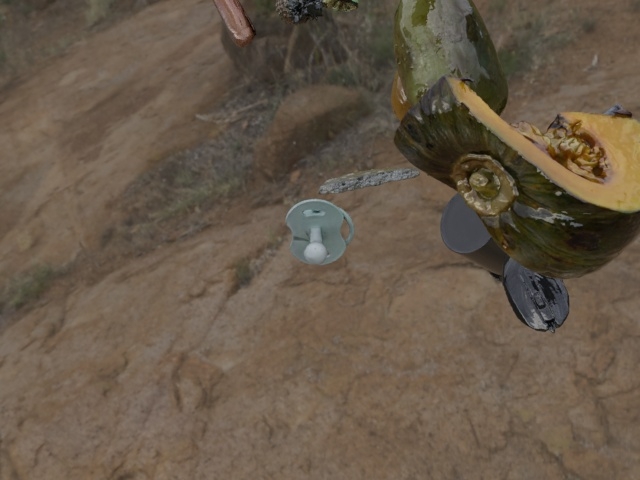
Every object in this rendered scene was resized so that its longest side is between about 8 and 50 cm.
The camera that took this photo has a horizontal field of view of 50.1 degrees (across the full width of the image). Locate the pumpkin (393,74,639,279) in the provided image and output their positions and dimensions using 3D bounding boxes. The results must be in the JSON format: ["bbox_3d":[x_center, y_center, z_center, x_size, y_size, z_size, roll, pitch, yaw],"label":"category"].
[{"bbox_3d":[0.252,-0.095,0.790,0.280,0.139,0.190,45,56,8],"label":"pumpkin"}]

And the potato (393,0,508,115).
[{"bbox_3d":[0.233,-0.334,1.274,0.210,0.307,0.173,-19,-1,-38],"label":"potato"}]

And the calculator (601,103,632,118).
[{"bbox_3d":[0.595,-0.174,1.535,0.262,0.021,0.161,-37,51,22],"label":"calculator"}]

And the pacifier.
[{"bbox_3d":[0.000,0.000,1.237,0.127,0.150,0.116,0,37,-2],"label":"pacifier"}]

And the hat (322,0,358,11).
[{"bbox_3d":[0.048,-0.580,1.622,0.077,0.059,0.076,5,-3,-30],"label":"hat"}]

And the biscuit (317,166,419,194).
[{"bbox_3d":[0.121,-0.175,1.928,0.290,0.038,0.141,-13,15,-12],"label":"biscuit"}]

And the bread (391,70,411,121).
[{"bbox_3d":[0.194,-0.336,1.454,0.077,0.189,0.114,7,26,-25],"label":"bread"}]

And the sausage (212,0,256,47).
[{"bbox_3d":[-0.155,-0.386,1.090,0.040,0.047,0.176,-28,82,-4],"label":"sausage"}]

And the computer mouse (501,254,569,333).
[{"bbox_3d":[0.345,0.069,1.111,0.099,0.057,0.172,-28,52,21],"label":"computer mouse"}]

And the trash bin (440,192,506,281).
[{"bbox_3d":[0.474,-0.003,1.741,0.214,0.334,0.214,-20,61,42],"label":"trash bin"}]

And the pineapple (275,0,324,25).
[{"bbox_3d":[-0.037,-0.426,1.256,0.074,0.074,0.159,-25,28,-6],"label":"pineapple"}]
